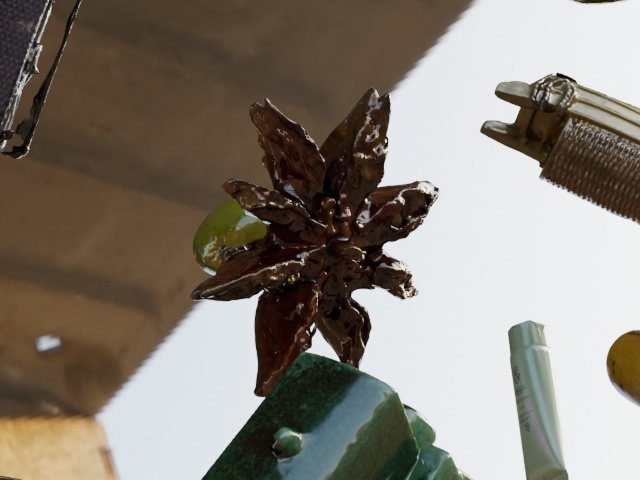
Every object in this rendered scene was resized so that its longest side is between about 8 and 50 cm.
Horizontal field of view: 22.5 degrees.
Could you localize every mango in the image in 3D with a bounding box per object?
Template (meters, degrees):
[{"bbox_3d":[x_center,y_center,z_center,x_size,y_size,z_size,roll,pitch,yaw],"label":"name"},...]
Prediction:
[{"bbox_3d":[-0.056,-0.020,1.739,0.191,0.085,0.122,-34,7,-37],"label":"mango"},{"bbox_3d":[0.264,0.107,1.238,0.079,0.114,0.057,12,-72,-22],"label":"mango"}]

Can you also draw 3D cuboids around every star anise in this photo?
[{"bbox_3d":[-0.001,0.000,1.361,0.288,0.088,0.288,-7,-79,-40],"label":"star anise"}]

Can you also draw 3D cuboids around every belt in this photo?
[{"bbox_3d":[-0.299,-0.177,1.460,0.126,0.230,0.139,19,-4,-10],"label":"belt"}]

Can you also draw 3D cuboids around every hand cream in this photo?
[{"bbox_3d":[0.250,0.193,1.846,0.050,0.204,0.078,12,-31,-27],"label":"hand cream"}]

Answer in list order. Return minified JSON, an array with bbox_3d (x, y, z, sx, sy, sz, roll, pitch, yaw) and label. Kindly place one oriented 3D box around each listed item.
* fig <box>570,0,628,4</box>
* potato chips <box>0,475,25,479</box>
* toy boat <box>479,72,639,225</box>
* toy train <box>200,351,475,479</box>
[{"bbox_3d":[0.272,-0.283,1.486,0.153,0.120,0.136,-31,-44,10],"label":"fig"},{"bbox_3d":[-0.364,0.346,1.932,0.202,0.150,0.049,16,-69,2],"label":"potato chips"},{"bbox_3d":[0.317,-0.078,1.683,0.115,0.310,0.089,-56,-8,-48],"label":"toy boat"},{"bbox_3d":[-0.030,0.218,1.057,0.330,0.138,0.178,-51,-37,-26],"label":"toy train"}]
